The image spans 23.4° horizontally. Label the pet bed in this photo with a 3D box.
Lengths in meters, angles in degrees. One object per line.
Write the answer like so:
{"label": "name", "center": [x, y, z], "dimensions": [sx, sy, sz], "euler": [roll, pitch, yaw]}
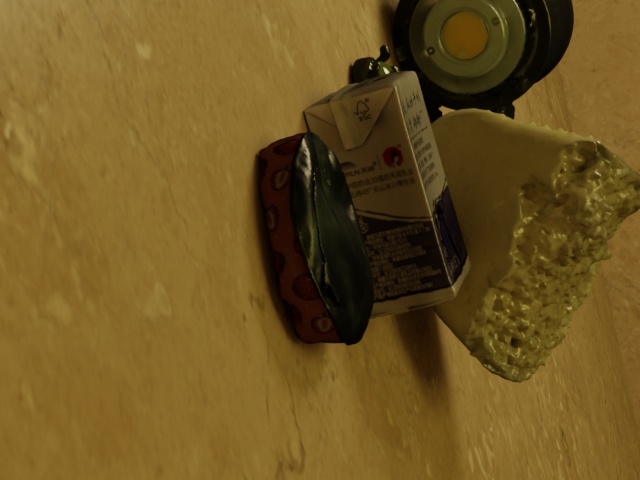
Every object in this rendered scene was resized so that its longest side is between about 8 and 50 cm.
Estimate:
{"label": "pet bed", "center": [0.000, 0.000, 1.339], "dimensions": [0.201, 0.053, 0.201], "euler": [-12, 90, -74]}

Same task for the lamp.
{"label": "lamp", "center": [0.215, -0.291, 2.009], "dimensions": [0.272, 0.205, 0.374], "euler": [21, 72, -73]}

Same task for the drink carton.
{"label": "drink carton", "center": [0.070, -0.050, 1.539], "dimensions": [0.134, 0.102, 0.222], "euler": [-42, 118, -70]}

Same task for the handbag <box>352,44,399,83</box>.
{"label": "handbag", "center": [0.063, -0.157, 1.696], "dimensions": [0.072, 0.047, 0.111], "euler": [60, 20, -43]}

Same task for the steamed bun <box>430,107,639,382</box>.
{"label": "steamed bun", "center": [0.203, 0.012, 1.724], "dimensions": [0.272, 0.273, 0.290], "euler": [-64, 156, -11]}
